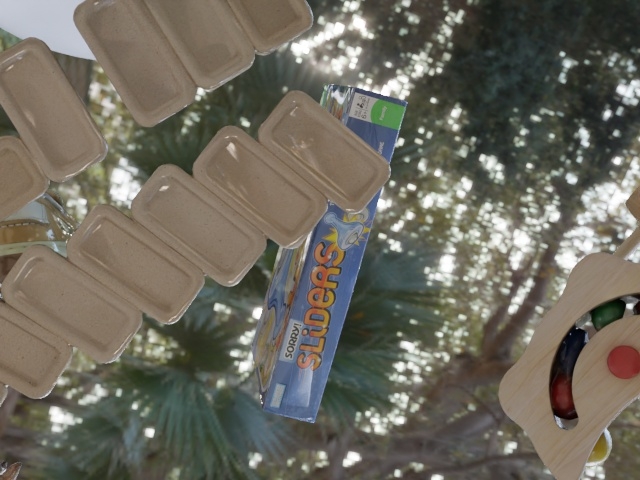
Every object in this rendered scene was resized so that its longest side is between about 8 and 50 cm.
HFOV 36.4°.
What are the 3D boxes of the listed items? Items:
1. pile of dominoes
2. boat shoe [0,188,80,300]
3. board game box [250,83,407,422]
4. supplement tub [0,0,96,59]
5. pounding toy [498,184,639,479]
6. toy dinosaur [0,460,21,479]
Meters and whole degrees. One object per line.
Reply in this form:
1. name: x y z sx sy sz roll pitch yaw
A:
1. pile of dominoes: -0.119 -0.045 0.422 0.251 0.196 0.040 -32 -170 -2
2. boat shoe: -0.166 0.003 0.592 0.190 0.068 0.072 136 -55 -74
3. board game box: 0.000 0.000 0.636 0.136 0.035 0.201 -129 -126 -78
4. supplement tub: -0.156 -0.323 0.749 0.228 0.228 0.316 -27 -123 58
5. pounding toy: 0.286 0.097 0.884 0.154 0.155 0.269 33 -89 20
6. toy dinosaur: -0.320 0.166 0.632 0.296 0.200 0.127 -21 -136 64
